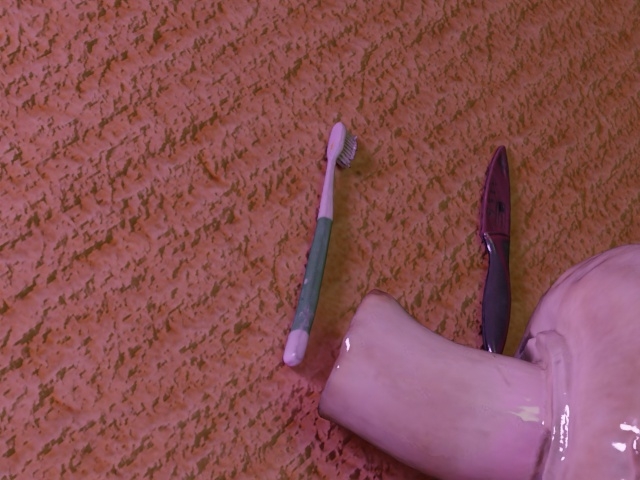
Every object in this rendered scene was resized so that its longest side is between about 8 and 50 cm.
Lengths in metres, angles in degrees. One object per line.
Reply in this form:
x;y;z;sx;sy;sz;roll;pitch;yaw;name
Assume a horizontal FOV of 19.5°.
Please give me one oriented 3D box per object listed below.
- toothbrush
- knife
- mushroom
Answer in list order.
0.000;0.000;1.515;0.024;0.018;0.257;40;42;-27;toothbrush
0.155;0.005;1.665;0.035;0.018;0.247;28;46;-25;knife
0.205;0.150;1.433;0.315;0.356;0.315;-25;127;-40;mushroom
